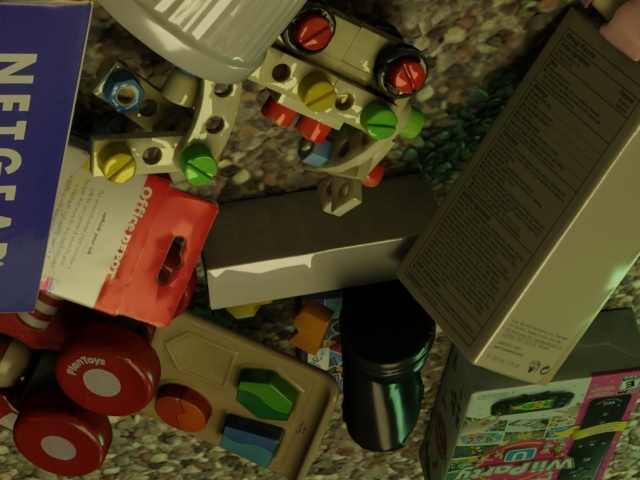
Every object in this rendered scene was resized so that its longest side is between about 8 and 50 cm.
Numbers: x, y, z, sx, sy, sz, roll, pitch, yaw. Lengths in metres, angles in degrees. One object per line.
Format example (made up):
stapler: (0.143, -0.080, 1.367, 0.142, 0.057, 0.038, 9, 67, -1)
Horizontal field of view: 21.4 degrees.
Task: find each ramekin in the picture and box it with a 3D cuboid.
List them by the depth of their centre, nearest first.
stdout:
ramekin: (-0.093, -0.227, 1.265, 0.109, 0.207, 0.207, -43, 136, 22)

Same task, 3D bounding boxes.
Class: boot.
boot: (0.067, 0.134, 1.723, 0.094, 0.246, 0.207, -7, 119, -2)

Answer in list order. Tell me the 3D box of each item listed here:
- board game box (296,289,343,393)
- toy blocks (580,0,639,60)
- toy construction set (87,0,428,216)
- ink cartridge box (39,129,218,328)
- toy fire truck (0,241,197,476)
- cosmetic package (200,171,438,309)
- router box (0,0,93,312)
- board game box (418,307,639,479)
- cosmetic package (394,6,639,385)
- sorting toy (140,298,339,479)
board game box: (0.042, 0.103, 1.904, 0.136, 0.035, 0.201, -8, 144, -8)
toy blocks: (0.336, -0.297, 1.330, 0.309, 0.260, 0.288, -41, 173, -2)
toy construction set: (-0.033, -0.113, 1.480, 0.327, 0.151, 0.215, 15, 112, -45)
ink cartridge box: (-0.223, -0.023, 1.509, 0.231, 0.078, 0.134, 21, 100, -18)
toy fire truck: (-0.285, 0.081, 1.686, 0.254, 0.169, 0.302, 29, 134, -10)
cosmetic package: (0.000, 0.000, 1.686, 0.239, 0.099, 0.060, -9, 133, -6)
router box: (-0.241, -0.163, 1.214, 0.082, 0.301, 0.335, -1, 142, -18)
board game box: (0.256, 0.216, 2.079, 0.224, 0.097, 0.303, -6, 145, -10)
cosmetic package: (0.220, -0.038, 1.573, 0.113, 0.160, 0.309, 20, 111, -40)
sorting toy: (-0.093, 0.141, 1.797, 0.229, 0.041, 0.307, 27, 141, 6)
